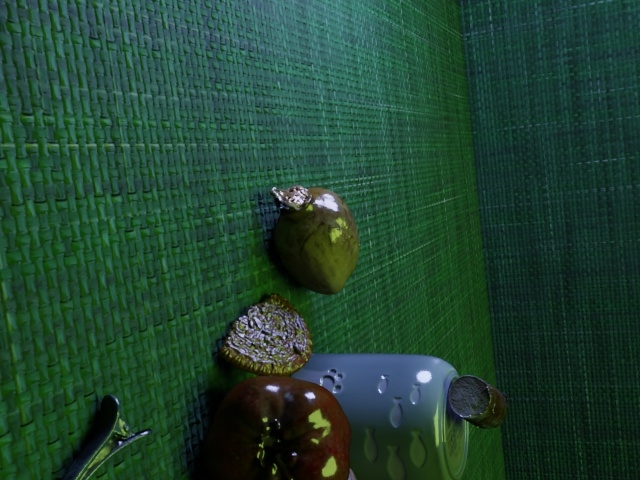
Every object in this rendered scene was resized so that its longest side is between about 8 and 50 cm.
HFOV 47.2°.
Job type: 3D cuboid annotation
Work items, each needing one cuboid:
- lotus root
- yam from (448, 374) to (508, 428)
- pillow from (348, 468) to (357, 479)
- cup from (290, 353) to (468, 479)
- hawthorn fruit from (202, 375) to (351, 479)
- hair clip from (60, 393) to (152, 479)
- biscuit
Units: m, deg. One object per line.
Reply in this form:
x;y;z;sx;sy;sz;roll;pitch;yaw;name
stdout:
0.000;0.000;1.282;0.256;0.140;0.154;67;35;-49;lotus root
0.269;0.275;1.239;0.141;0.079;0.079;41;49;-56;yam
0.054;0.444;1.088;0.248;0.049;0.135;-113;-170;-78;pillow
0.109;0.375;1.290;0.259;0.275;0.356;30;58;-62;cup
-0.053;0.300;1.042;0.248;0.208;0.207;77;16;-67;hawthorn fruit
-0.258;0.268;0.758;0.070;0.039;0.229;51;41;-21;hair clip
-0.070;0.150;1.136;0.025;0.126;0.206;-58;176;29;biscuit
